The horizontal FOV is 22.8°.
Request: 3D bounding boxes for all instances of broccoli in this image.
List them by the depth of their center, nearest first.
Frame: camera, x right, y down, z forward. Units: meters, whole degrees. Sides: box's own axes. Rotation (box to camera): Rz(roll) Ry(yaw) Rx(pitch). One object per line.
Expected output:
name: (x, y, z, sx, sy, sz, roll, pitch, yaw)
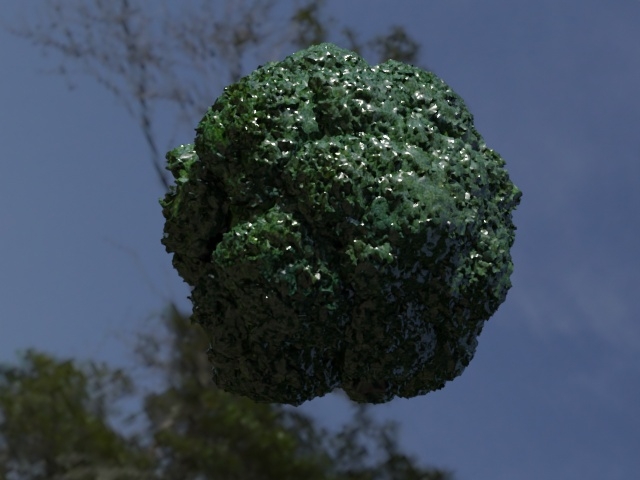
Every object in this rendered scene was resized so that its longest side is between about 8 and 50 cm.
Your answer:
broccoli: (0.000, 0.000, 1.081, 0.270, 0.270, 0.270, -5, -69, 57)
